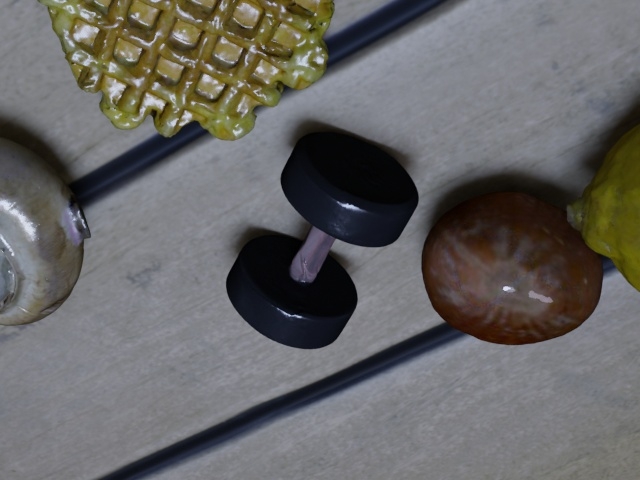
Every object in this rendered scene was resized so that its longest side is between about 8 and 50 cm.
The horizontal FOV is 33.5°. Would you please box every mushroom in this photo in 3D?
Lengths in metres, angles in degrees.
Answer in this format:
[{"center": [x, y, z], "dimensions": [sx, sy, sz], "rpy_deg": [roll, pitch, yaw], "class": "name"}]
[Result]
[{"center": [-0.377, -0.005, 1.181], "dimensions": [0.255, 0.184, 0.254], "rpy_deg": [5, 119, 9], "class": "mushroom"}]

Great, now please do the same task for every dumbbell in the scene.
[{"center": [0.000, 0.000, 1.209], "dimensions": [0.152, 0.152, 0.218], "rpy_deg": [20, 123, -15], "class": "dumbbell"}]

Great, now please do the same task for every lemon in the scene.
[{"center": [0.452, -0.039, 1.120], "dimensions": [0.316, 0.285, 0.285], "rpy_deg": [-1, 129, -25], "class": "lemon"}]

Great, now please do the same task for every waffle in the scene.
[{"center": [-0.129, -0.246, 1.078], "dimensions": [0.302, 0.068, 0.325], "rpy_deg": [-16, 127, 10], "class": "waffle"}]

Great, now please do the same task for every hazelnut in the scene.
[{"center": [0.217, 0.033, 1.210], "dimensions": [0.214, 0.214, 0.176], "rpy_deg": [1, 96, -2], "class": "hazelnut"}]
